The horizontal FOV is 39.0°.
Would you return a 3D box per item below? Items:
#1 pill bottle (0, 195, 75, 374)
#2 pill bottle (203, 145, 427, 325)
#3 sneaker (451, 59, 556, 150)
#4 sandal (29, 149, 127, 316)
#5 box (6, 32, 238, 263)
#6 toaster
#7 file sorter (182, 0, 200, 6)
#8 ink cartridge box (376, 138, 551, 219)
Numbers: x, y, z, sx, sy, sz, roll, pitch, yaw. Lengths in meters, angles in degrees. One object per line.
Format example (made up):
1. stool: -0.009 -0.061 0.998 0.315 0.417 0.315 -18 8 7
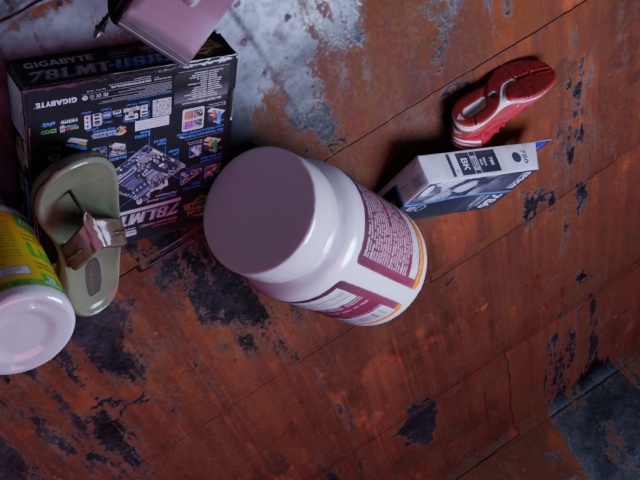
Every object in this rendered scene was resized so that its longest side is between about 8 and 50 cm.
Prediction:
1. pill bottle: -0.416 0.039 1.147 0.136 0.246 0.136 -23 140 -20
2. pill bottle: 0.000 0.000 1.427 0.224 0.224 0.392 -46 151 10
3. sneaker: 0.318 -0.237 1.629 0.221 0.087 0.128 -26 158 -16
4. sandal: -0.300 0.000 1.203 0.120 0.086 0.303 -33 146 -28
5. box: -0.266 -0.124 1.247 0.295 0.073 0.293 -17 139 -27
6. toaster: -0.169 -0.304 1.048 0.110 0.168 0.186 32 106 -25
7. file sorter: -0.184 -0.385 0.846 0.193 0.277 0.173 -49 -173 14
8. ink cartridge box: 0.274 -0.109 1.666 0.332 0.065 0.165 -11 161 -32
